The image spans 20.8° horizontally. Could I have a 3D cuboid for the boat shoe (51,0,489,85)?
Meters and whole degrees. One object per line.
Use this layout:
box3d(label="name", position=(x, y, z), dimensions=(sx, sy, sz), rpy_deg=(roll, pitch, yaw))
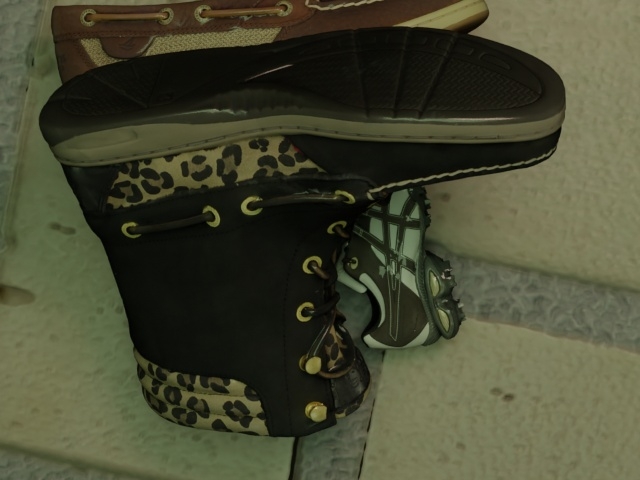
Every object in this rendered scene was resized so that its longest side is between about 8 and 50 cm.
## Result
box3d(label="boat shoe", position=(-0.044, -0.177, 1.359), dimensions=(0.341, 0.123, 0.123), rpy_deg=(-12, 91, 6))

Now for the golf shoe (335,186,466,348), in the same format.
box3d(label="golf shoe", position=(0.046, -0.007, 1.394), dimensions=(0.093, 0.077, 0.198), rpy_deg=(-17, 88, -1))

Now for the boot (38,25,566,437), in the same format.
box3d(label="boot", position=(0.000, 0.000, 1.292), dimensions=(0.377, 0.138, 0.284), rpy_deg=(-4, 122, 10))
